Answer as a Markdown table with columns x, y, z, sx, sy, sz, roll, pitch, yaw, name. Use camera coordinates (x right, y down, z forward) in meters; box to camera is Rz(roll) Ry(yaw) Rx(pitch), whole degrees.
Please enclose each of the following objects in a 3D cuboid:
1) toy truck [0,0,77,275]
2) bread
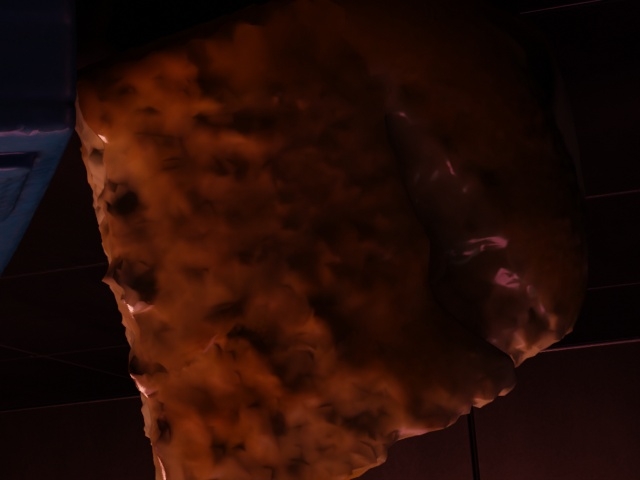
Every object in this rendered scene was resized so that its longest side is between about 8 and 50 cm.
| x | y | z | sx | sy | sz | roll | pitch | yaw | name |
| --- | --- | --- | --- | --- | --- | --- | --- | --- | --- |
| -0.212 | -0.065 | 0.700 | 0.161 | 0.162 | 0.385 | -2 | 168 | -20 | toy truck |
| 0.004 | -0.001 | 0.849 | 0.264 | 0.239 | 0.395 | -19 | 178 | -6 | bread |
